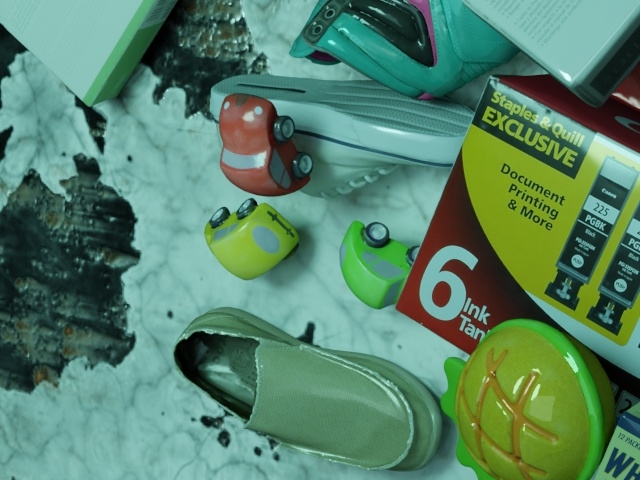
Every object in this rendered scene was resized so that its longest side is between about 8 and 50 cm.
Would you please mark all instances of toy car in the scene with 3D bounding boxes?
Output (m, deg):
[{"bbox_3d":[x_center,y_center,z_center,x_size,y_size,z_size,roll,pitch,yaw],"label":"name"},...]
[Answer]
[{"bbox_3d":[0.000,0.000,1.288,0.225,0.053,0.239,28,150,7],"label":"toy car"}]

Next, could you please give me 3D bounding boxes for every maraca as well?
[{"bbox_3d":[0.139,0.122,1.091,0.186,0.099,0.127,-30,72,61],"label":"maraca"}]

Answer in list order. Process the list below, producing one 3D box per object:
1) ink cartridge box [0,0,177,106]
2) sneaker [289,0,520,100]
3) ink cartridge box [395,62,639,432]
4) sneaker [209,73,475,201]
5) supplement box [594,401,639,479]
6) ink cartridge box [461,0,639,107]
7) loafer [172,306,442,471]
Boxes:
[{"bbox_3d":[-0.246,-0.262,1.415,0.235,0.056,0.171,43,123,8],"label":"ink cartridge box"},{"bbox_3d":[0.030,-0.225,1.243,0.178,0.124,0.295,-42,75,15],"label":"sneaker"},{"bbox_3d":[0.250,0.000,1.130,0.309,0.130,0.272,31,113,26],"label":"ink cartridge box"},{"bbox_3d":[0.023,-0.082,1.298,0.258,0.094,0.091,12,122,34],"label":"sneaker"},{"bbox_3d":[0.228,0.154,1.040,0.056,0.083,0.083,29,115,26],"label":"supplement box"},{"bbox_3d":[0.197,-0.272,1.111,0.275,0.060,0.239,-50,58,10],"label":"ink cartridge box"},{"bbox_3d":[-0.022,0.136,1.343,0.268,0.092,0.102,18,106,29],"label":"loafer"}]
